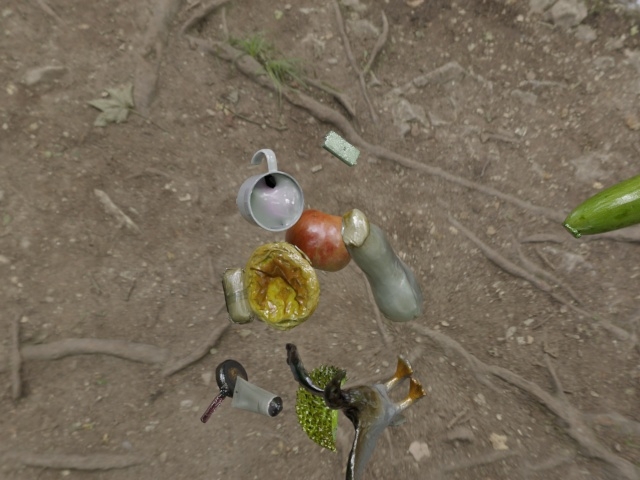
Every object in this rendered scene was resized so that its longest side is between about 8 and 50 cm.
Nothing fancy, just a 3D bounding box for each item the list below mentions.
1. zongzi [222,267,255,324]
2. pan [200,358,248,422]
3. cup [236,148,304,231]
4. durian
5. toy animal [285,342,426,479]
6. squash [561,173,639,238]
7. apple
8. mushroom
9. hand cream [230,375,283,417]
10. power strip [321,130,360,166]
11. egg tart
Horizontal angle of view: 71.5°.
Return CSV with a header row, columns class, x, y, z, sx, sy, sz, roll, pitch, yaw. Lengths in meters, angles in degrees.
class,x,y,z,sx,sy,sz,roll,pitch,yaw
zongzi,-0.262,0.199,1.532,0.099,0.197,0.194,-13,71,4
pan,-0.273,0.426,1.263,0.040,0.212,0.114,-29,105,31
cup,-0.138,-0.110,1.047,0.134,0.142,0.173,-39,112,-18
durian,0.009,0.581,1.607,0.159,0.351,0.169,-19,115,18
toy animal,0.043,0.186,0.530,0.160,0.197,0.272,-12,45,-25
squash,0.413,-0.055,0.564,0.201,0.066,0.066,-27,74,20
apple,0.000,0.000,1.243,0.210,0.209,0.164,14,89,13
mushroom,0.129,0.064,0.908,0.097,0.351,0.109,-16,42,24
hand cream,-0.172,0.427,1.193,0.186,0.054,0.087,2,76,41
power strip,0.044,-0.196,0.953,0.090,0.016,0.040,33,75,-19
egg tart,-0.055,0.063,0.643,0.131,0.052,0.130,5,101,26
